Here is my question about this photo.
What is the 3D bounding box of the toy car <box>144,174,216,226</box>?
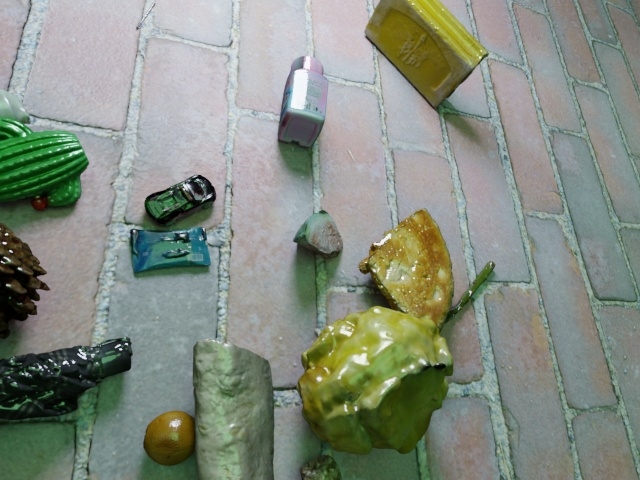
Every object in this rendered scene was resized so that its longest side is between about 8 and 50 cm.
[{"bbox_3d":[-0.270,-0.082,0.821,0.142,0.055,0.069,-32,87,-28],"label":"toy car"}]

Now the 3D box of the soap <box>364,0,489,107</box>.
[{"bbox_3d":[0.279,-0.541,1.154,0.315,0.199,0.091,47,64,0],"label":"soap"}]

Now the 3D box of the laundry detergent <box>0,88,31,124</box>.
[{"bbox_3d":[-0.653,-0.196,0.692,0.290,0.094,0.143,-22,77,-31],"label":"laundry detergent"}]

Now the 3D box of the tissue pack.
[{"bbox_3d":[-0.282,0.012,0.795,0.138,0.028,0.085,-6,72,-21],"label":"tissue pack"}]

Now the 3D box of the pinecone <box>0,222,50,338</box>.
[{"bbox_3d":[-0.505,0.070,0.589,0.179,0.184,0.204,36,68,15],"label":"pinecone"}]

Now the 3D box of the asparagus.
[{"bbox_3d":[0.356,0.127,1.015,0.025,0.024,0.248,25,51,38],"label":"asparagus"}]

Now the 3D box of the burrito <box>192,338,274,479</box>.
[{"bbox_3d":[-0.133,0.309,0.672,0.143,0.105,0.299,21,57,-56],"label":"burrito"}]

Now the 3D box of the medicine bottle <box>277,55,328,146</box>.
[{"bbox_3d":[-0.039,-0.328,0.977,0.095,0.119,0.187,11,66,-14],"label":"medicine bottle"}]

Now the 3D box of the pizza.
[{"bbox_3d":[0.189,0.066,0.935,0.226,0.086,0.335,11,64,-13],"label":"pizza"}]

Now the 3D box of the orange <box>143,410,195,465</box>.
[{"bbox_3d":[-0.234,0.311,0.664,0.085,0.085,0.084,8,67,-20],"label":"orange"}]

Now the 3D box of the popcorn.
[{"bbox_3d":[0.101,0.245,0.751,0.286,0.215,0.252,-35,88,-15],"label":"popcorn"}]

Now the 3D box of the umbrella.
[{"bbox_3d":[-0.445,0.229,0.594,0.337,0.154,0.128,1,36,-42],"label":"umbrella"}]

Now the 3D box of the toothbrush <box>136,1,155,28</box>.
[{"bbox_3d":[-0.401,-0.521,0.969,0.006,0.008,0.096,29,60,-25],"label":"toothbrush"}]

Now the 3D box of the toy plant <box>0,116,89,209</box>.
[{"bbox_3d":[-0.524,-0.128,0.705,0.241,0.088,0.154,0,98,-30],"label":"toy plant"}]

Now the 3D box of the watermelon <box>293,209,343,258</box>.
[{"bbox_3d":[-0.008,-0.006,0.879,0.094,0.081,0.180,45,22,21],"label":"watermelon"}]

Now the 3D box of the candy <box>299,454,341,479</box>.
[{"bbox_3d":[0.004,0.425,0.707,0.085,0.095,0.110,-10,69,-22],"label":"candy"}]
